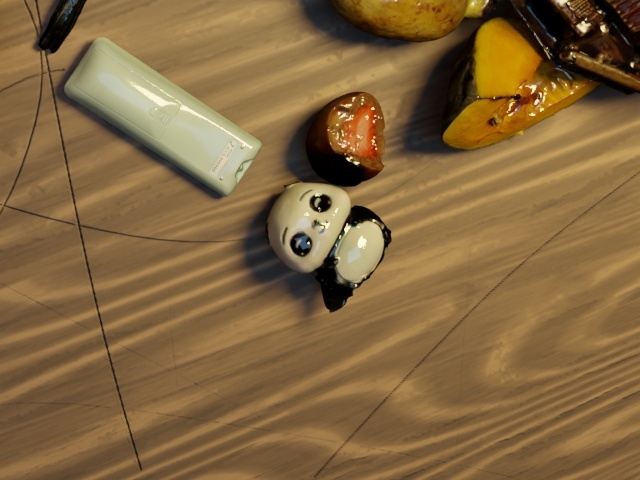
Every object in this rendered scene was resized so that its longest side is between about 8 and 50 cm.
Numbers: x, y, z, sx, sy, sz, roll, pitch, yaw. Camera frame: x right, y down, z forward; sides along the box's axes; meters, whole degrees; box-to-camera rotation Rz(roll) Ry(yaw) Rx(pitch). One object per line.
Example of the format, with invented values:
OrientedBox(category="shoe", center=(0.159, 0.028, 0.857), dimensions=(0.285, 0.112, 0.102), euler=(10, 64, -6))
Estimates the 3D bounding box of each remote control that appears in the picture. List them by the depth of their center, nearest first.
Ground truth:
OrientedBox(category="remote control", center=(-0.229, -0.179, 1.436), dimensions=(0.293, 0.051, 0.103), euler=(33, 94, -20))

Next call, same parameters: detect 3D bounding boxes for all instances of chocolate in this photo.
OrientedBox(category="chocolate", center=(0.047, -0.159, 1.475), dimensions=(0.133, 0.127, 0.124), euler=(-57, 150, -28))

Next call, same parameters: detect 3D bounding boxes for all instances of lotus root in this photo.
OrientedBox(category="lotus root", center=(0.121, -0.379, 1.427), dimensions=(0.314, 0.141, 0.169), euler=(13, 103, -26))

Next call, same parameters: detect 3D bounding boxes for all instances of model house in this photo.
OrientedBox(category="model house", center=(0.494, -0.351, 1.403), dimensions=(0.317, 0.282, 0.297), euler=(52, 54, -13))

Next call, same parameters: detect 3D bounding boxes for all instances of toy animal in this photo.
OrientedBox(category="toy animal", center=(0.000, 0.000, 1.492), dimensions=(0.179, 0.138, 0.166), euler=(35, 77, -24))

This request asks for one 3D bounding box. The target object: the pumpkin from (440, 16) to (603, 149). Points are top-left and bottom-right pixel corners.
OrientedBox(category="pumpkin", center=(0.279, -0.246, 1.519), dimensions=(0.312, 0.169, 0.148), euler=(-11, 71, -33))

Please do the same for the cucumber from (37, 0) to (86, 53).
OrientedBox(category="cucumber", center=(-0.357, -0.326, 1.375), dimensions=(0.033, 0.034, 0.135), euler=(27, 96, -24))
